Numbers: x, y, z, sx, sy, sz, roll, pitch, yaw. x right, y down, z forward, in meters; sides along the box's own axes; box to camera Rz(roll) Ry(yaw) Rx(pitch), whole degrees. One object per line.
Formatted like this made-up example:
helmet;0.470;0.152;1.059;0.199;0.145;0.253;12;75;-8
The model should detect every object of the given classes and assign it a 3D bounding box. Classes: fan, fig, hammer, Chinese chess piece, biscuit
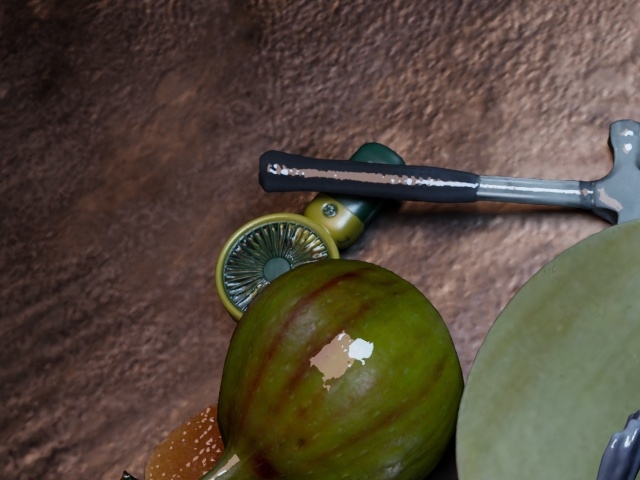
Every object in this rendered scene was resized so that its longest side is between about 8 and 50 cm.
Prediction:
fan;0.000;0.000;1.098;0.082;0.039;0.155;36;76;26
fig;-0.008;0.093;0.984;0.148;0.142;0.186;29;46;31
hammer;0.082;-0.029;1.069;0.246;0.029;0.103;3;69;5
Chinese chess piece;0.182;0.100;0.923;0.237;0.092;0.238;-29;42;29
biscuit;-0.059;0.165;1.052;0.102;0.019;0.130;-21;63;7

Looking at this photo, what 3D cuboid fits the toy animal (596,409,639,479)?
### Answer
toy animal;0.101;0.268;0.849;0.205;0.081;0.367;-11;103;14
